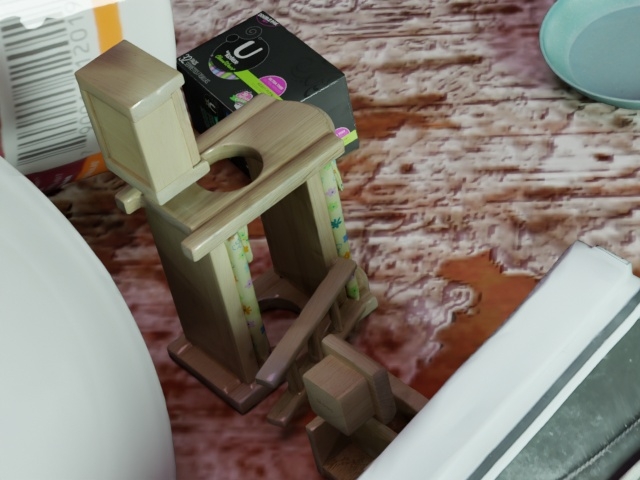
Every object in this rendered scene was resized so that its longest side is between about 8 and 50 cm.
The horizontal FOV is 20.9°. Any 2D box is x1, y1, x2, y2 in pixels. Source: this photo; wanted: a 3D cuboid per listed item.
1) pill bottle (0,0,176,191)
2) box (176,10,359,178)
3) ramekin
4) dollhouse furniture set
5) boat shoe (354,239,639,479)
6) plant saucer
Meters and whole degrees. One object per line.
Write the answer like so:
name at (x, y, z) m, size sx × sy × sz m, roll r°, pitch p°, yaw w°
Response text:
pill bottle at (-0.290, -0.092, 0.848) m, size 0.392 × 0.224 × 0.224 m, roll -18°, pitch 43°, yaw -23°
box at (-0.029, -0.075, 0.941) m, size 0.062 × 0.052 × 0.083 m, roll -32°, pitch 46°, yaw -18°
ramekin at (-0.196, 0.079, 0.684) m, size 0.127 × 0.273 × 0.273 m, roll -34°, pitch 35°, yaw 30°
dollhouse furniture set at (0.000, 0.000, 0.764) m, size 0.101 × 0.182 × 0.161 m, roll -37°, pitch 49°, yaw -24°
boat shoe at (0.050, 0.145, 0.650) m, size 0.119 × 0.121 × 0.335 m, roll 37°, pitch 71°, yaw 12°
plant saucer at (0.180, -0.107, 0.948) m, size 0.119 × 0.021 × 0.119 m, roll -6°, pitch 44°, yaw 6°
